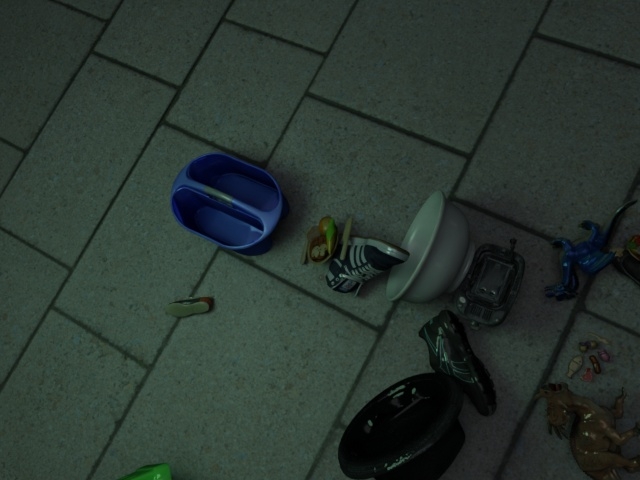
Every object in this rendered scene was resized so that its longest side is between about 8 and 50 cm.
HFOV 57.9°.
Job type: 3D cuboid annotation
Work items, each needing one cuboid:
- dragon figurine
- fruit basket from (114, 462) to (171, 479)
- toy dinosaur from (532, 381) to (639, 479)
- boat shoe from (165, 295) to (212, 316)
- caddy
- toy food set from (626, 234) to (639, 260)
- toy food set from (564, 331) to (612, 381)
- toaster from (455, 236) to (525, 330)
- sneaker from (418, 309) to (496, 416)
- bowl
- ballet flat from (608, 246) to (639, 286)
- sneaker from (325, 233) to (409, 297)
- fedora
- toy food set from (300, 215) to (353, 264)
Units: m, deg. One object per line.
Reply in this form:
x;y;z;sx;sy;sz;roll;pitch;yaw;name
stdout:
0.652;0.032;1.381;0.289;0.085;0.144;-35;66;18;dragon figurine
-0.360;0.729;1.404;0.392;0.283;0.392;12;64;-26;fruit basket
0.598;0.442;1.284;0.200;0.127;0.296;-13;84;18;toy dinosaur
-0.372;0.183;1.635;0.137;0.049;0.043;-9;30;14;boat shoe
-0.253;-0.102;1.612;0.341;0.179;0.241;23;80;19;caddy
0.778;0.021;1.389;0.083;0.020;0.082;41;60;21;toy food set
0.639;0.281;1.366;0.078;0.019;0.122;25;82;19;toy food set
0.413;0.107;1.404;0.129;0.146;0.227;20;81;18;toaster
0.335;0.306;1.410;0.106;0.101;0.267;-34;66;23;sneaker
0.282;0.038;1.408;0.134;0.298;0.298;25;81;-3;bowl
0.763;0.076;1.377;0.057;0.049;0.173;-42;68;1;ballet flat
0.110;0.072;1.458;0.282;0.099;0.153;10;77;62;sneaker
0.208;0.459;1.331;0.334;0.334;0.152;-34;103;3;fedora
0.000;0.000;1.534;0.192;0.038;0.132;-11;62;50;toy food set
